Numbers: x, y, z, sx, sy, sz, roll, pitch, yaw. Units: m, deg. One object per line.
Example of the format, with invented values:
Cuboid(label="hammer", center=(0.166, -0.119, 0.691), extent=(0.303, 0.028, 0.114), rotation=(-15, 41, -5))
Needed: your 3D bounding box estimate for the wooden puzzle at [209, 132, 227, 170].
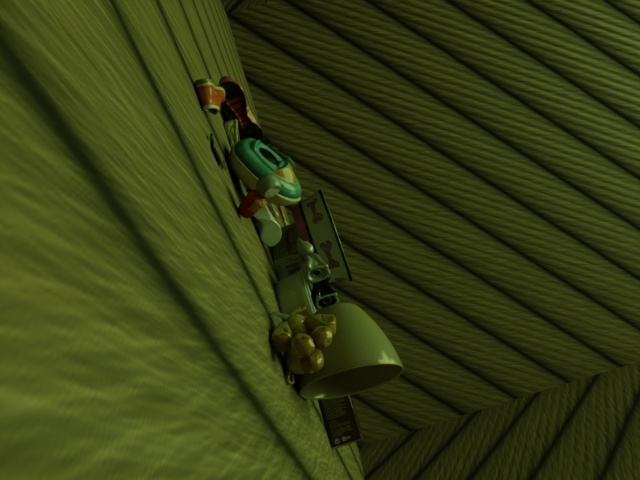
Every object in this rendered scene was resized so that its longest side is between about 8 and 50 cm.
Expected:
Cuboid(label="wooden puzzle", center=(-0.271, -0.233, 1.138), extent=(0.078, 0.014, 0.116), rotation=(-114, -174, -51))

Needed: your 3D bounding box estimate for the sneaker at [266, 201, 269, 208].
Cuboid(label="sneaker", center=(-0.242, -0.216, 1.903), extent=(0.061, 0.064, 0.158), rotation=(77, -4, -85))

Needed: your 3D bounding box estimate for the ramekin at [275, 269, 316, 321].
Cuboid(label="ramekin", center=(-0.087, 0.219, 1.550), extent=(0.207, 0.109, 0.207), rotation=(164, -90, -89))

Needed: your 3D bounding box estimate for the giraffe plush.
Cuboid(label="giraffe plush", center=(-0.053, 0.297, 1.183), extent=(0.210, 0.181, 0.171), rotation=(15, -63, 48))

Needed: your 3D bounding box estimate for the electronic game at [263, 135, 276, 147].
Cuboid(label="electronic game", center=(-0.231, -0.324, 1.749), extent=(0.229, 0.048, 0.229), rotation=(31, -40, 31))

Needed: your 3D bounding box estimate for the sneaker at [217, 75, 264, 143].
Cuboid(label="sneaker", center=(-0.285, -0.442, 1.555), extent=(0.136, 0.116, 0.314), rotation=(-114, -173, -49))

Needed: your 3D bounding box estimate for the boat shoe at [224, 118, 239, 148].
Cuboid(label="boat shoe", center=(-0.285, -0.336, 1.484), extent=(0.056, 0.048, 0.153), rotation=(-109, -178, -81))

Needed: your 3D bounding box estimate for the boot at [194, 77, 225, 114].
Cuboid(label="boot", center=(-0.297, -0.385, 1.194), extent=(0.158, 0.059, 0.085), rotation=(-55, 132, -80))

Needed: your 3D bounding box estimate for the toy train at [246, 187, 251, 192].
Cuboid(label="toy train", center=(-0.238, -0.194, 1.468), extent=(0.125, 0.046, 0.166), rotation=(62, 3, -2))

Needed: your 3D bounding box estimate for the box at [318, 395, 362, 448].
Cuboid(label="box", center=(0.059, 0.665, 1.880), extent=(0.191, 0.143, 0.381), rotation=(73, -2, -82))

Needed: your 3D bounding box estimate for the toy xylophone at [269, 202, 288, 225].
Cuboid(label="toy xylophone", center=(-0.215, -0.145, 2.201), extent=(0.323, 0.081, 0.236), rotation=(74, -1, -46))

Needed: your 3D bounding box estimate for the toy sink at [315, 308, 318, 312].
Cuboid(label="toy sink", center=(-0.019, 0.415, 2.198), extent=(0.153, 0.131, 0.234), rotation=(73, 1, -52))

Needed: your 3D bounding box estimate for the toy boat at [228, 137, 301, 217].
Cuboid(label="toy boat", center=(-0.159, -0.188, 1.300), extent=(0.267, 0.148, 0.318), rotation=(38, 27, -19))

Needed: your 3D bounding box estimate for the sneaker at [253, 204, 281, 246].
Cuboid(label="sneaker", center=(-0.198, -0.077, 1.507), extent=(0.094, 0.080, 0.212), rotation=(55, -13, 49))

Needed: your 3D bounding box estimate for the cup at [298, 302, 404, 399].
Cuboid(label="cup", center=(0.072, 0.343, 1.390), extent=(0.331, 0.331, 0.237), rotation=(74, 1, -59))

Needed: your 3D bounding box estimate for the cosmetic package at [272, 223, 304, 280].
Cuboid(label="cosmetic package", center=(-0.125, 0.061, 1.841), extent=(0.296, 0.129, 0.153), rotation=(-108, 180, -62))

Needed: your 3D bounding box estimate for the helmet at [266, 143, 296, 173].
Cuboid(label="helmet", center=(-0.170, -0.258, 1.598), extent=(0.161, 0.169, 0.169), rotation=(44, 4, -8))

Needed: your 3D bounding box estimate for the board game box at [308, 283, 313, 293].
Cuboid(label="board game box", center=(-0.086, 0.170, 2.119), extent=(0.027, 0.145, 0.281), rotation=(78, -5, -79))

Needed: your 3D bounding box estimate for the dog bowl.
Cuboid(label="dog bowl", center=(0.000, 0.000, 1.828), extent=(0.408, 0.150, 0.408), rotation=(-19, 90, -88))

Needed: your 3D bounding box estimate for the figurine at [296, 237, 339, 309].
Cuboid(label="figurine", center=(-0.026, 0.110, 1.565), extent=(0.209, 0.092, 0.215), rotation=(-121, -169, -55))
